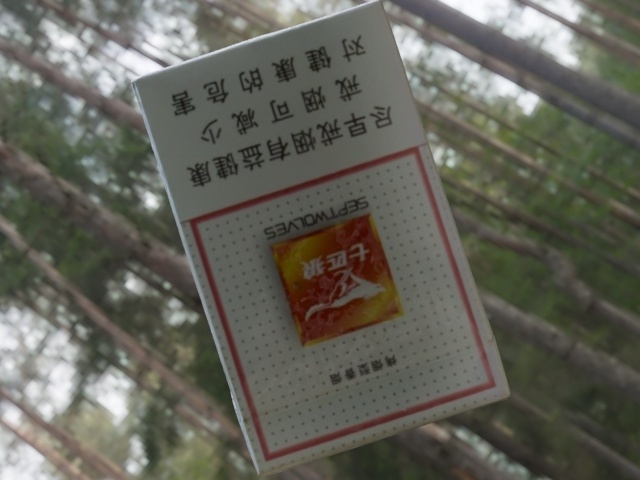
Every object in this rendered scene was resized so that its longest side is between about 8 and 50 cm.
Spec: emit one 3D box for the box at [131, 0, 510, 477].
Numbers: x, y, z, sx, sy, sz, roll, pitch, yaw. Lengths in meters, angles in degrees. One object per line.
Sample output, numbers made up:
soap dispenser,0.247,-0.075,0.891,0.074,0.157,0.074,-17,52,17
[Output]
box,-0.001,0.000,1.310,0.210,0.330,0.095,-18,-5,0
